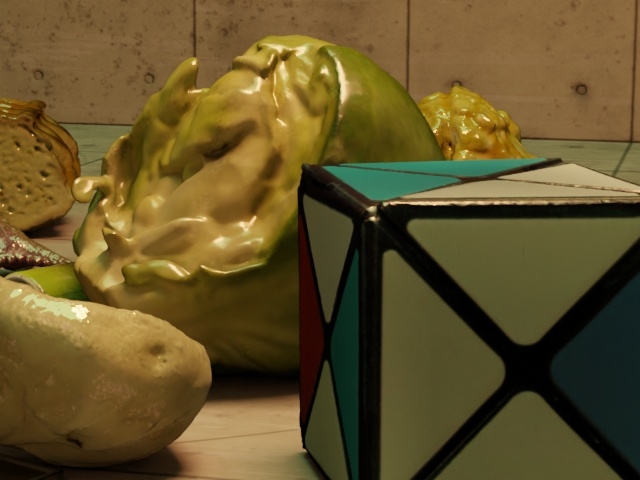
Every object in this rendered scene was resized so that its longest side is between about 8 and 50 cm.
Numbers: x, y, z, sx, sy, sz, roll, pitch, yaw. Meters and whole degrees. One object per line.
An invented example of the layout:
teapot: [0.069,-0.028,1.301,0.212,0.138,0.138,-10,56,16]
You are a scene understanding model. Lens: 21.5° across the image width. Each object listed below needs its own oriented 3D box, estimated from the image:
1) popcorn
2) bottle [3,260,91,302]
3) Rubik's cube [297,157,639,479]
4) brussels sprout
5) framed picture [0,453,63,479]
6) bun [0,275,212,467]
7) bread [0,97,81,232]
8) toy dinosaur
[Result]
popcorn: [0.213,-0.112,2.475,0.256,0.195,0.255,37,11,24]
bottle: [-0.198,0.056,1.811,0.093,0.093,0.330,8,13,39]
Rubik's cube: [0.123,0.071,1.296,0.246,0.250,0.248,-2,8,-12]
brussels sprout: [-0.048,-0.008,1.644,0.371,0.315,0.276,-35,44,-4]
framed picture: [-0.288,0.187,1.293,0.109,0.011,0.149,7,12,36]
bun: [-0.207,0.112,1.353,0.231,0.133,0.231,18,-10,3]
bread: [-0.462,-0.111,2.470,0.196,0.238,0.252,-37,19,0]
toy dinosaur: [-0.379,0.026,2.112,0.251,0.072,0.200,10,19,-12]
